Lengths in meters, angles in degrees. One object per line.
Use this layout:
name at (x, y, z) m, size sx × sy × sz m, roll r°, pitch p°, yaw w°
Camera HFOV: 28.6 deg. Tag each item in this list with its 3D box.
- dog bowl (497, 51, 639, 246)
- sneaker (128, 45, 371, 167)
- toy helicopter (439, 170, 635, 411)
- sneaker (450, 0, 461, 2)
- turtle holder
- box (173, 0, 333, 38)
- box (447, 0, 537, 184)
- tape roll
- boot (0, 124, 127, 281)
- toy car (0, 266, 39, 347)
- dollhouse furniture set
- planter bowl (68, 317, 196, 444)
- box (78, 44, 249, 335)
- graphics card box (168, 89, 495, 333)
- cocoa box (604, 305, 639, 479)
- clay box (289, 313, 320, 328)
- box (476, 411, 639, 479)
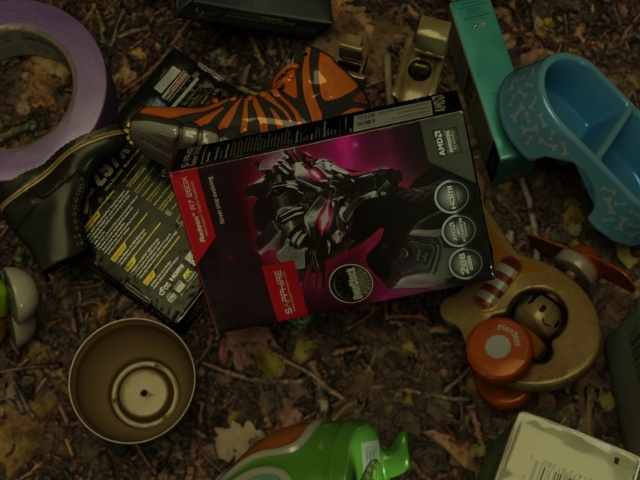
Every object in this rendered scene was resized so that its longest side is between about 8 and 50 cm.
dog bowl at (0.371, -0.128, 1.673) m, size 0.297 × 0.074 × 0.166 m, roll 45°, pitch 52°, yaw -6°
sneaker at (-0.085, -0.170, 1.669) m, size 0.321 × 0.124 × 0.180 m, roll 11°, pitch 69°, yaw -7°
toy helicopter at (0.255, 0.033, 1.663) m, size 0.235 × 0.140 × 0.355 m, roll -27°, pitch 61°, yaw 0°
sneaker at (0.168, -0.449, 1.844) m, size 0.115 × 0.105 × 0.281 m, roll -22°, pitch 65°, yaw -40°
turtle holder at (-0.006, 0.376, 1.531) m, size 0.227 × 0.243 × 0.320 m, roll -5°, pitch 112°, yaw 16°
box at (-0.101, -0.391, 1.776) m, size 0.232 × 0.059 × 0.184 m, roll 4°, pitch 71°, yaw -32°
box at (0.237, -0.210, 1.748) m, size 0.060 × 0.100 × 0.244 m, roll -14°, pitch 73°, yaw -3°
tape roll at (-0.429, -0.197, 1.771) m, size 0.274 × 0.090 × 0.275 m, roll 0°, pitch 72°, yaw 1°
boot at (-0.316, -0.050, 1.659) m, size 0.198 × 0.077 × 0.137 m, roll -34°, pitch 79°, yaw 6°
toy car at (-0.461, 0.075, 1.645) m, size 0.159 × 0.182 × 0.136 m, roll -14°, pitch 66°, yaw -22°
dollhouse furniture set at (0.083, -0.232, 1.717) m, size 0.160 × 0.182 × 0.101 m, roll 14°, pitch 74°, yaw 6°
planter bowl at (-0.237, 0.192, 1.634) m, size 0.162 × 0.109 × 0.162 m, roll 0°, pitch 72°, yaw 1°
box at (-0.195, -0.072, 1.732) m, size 0.257 × 0.079 × 0.322 m, roll 34°, pitch 77°, yaw 13°
graphics card box at (0.017, -0.032, 1.567) m, size 0.370 × 0.094 × 0.233 m, roll -11°, pitch 112°, yaw 6°
cocoa box at (0.508, 0.250, 1.529) m, size 0.227 × 0.231 × 0.347 m, roll -7°, pitch 73°, yaw -1°
clay box at (0.000, 0.000, 1.716) m, size 0.127 × 0.053 × 0.222 m, roll 38°, pitch 77°, yaw 13°
box at (0.261, 0.303, 1.479) m, size 0.148 × 0.311 × 0.121 m, roll 20°, pitch 74°, yaw 8°
